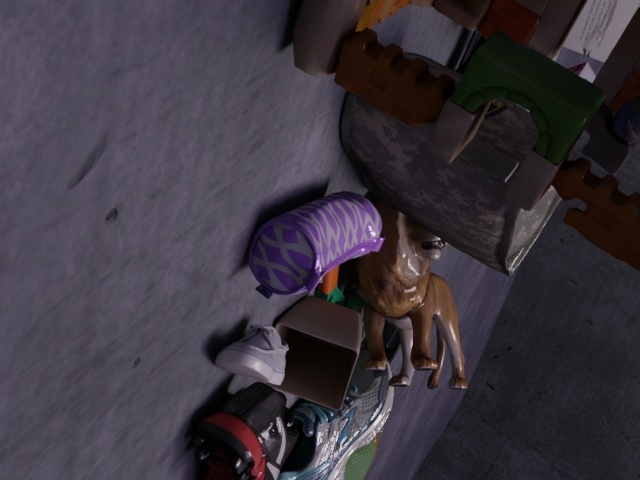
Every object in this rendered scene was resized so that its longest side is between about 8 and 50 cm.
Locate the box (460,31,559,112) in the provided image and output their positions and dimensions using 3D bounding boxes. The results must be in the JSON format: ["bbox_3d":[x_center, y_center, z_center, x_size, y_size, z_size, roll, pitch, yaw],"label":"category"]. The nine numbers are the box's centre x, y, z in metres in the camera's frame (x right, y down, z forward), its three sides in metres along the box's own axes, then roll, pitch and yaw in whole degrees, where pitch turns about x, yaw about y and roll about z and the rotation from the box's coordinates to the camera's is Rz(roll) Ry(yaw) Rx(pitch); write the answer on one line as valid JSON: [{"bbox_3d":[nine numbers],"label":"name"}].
[{"bbox_3d":[0.297,-0.265,1.602,0.169,0.087,0.290,-66,163,11],"label":"box"}]

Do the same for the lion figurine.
[{"bbox_3d":[0.139,0.088,1.495,0.392,0.142,0.240,56,32,-70],"label":"lion figurine"}]

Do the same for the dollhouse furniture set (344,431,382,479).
[{"bbox_3d":[0.056,0.485,1.732,0.197,0.151,0.301,-46,163,-52],"label":"dollhouse furniture set"}]

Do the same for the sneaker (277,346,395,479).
[{"bbox_3d":[0.015,0.281,1.544,0.122,0.110,0.283,45,66,-39],"label":"sneaker"}]

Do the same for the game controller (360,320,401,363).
[{"bbox_3d":[0.069,0.212,1.729,0.319,0.067,0.166,-57,149,-20],"label":"game controller"}]

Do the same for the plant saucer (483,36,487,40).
[{"bbox_3d":[0.275,-0.435,1.232,0.333,0.081,0.333,-61,172,-8],"label":"plant saucer"}]

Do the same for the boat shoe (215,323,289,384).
[{"bbox_3d":[-0.069,0.126,1.140,0.184,0.066,0.063,43,61,-71],"label":"boat shoe"}]

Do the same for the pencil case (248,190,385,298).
[{"bbox_3d":[0.000,0.000,1.101,0.206,0.088,0.086,-32,148,-62],"label":"pencil case"}]

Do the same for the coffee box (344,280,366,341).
[{"bbox_3d":[0.077,0.098,1.576,0.184,0.040,0.113,-33,145,-61],"label":"coffee box"}]

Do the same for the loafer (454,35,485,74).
[{"bbox_3d":[0.254,-0.252,1.428,0.078,0.076,0.223,25,111,-41],"label":"loafer"}]

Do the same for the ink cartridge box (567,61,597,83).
[{"bbox_3d":[0.363,-0.180,1.813,0.176,0.069,0.371,-16,-150,48],"label":"ink cartridge box"}]

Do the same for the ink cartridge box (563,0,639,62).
[{"bbox_3d":[0.563,-0.431,1.897,0.100,0.237,0.172,-51,160,-43],"label":"ink cartridge box"}]

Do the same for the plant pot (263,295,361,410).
[{"bbox_3d":[-0.002,0.135,1.297,0.096,0.109,0.109,-64,171,-54],"label":"plant pot"}]

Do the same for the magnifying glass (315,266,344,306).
[{"bbox_3d":[0.007,0.076,1.364,0.092,0.026,0.231,-52,162,-33],"label":"magnifying glass"}]

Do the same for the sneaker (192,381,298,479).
[{"bbox_3d":[-0.086,0.270,1.239,0.135,0.097,0.276,-49,158,-34],"label":"sneaker"}]

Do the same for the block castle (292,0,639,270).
[{"bbox_3d":[0.231,-0.186,0.878,0.303,0.453,0.213,-43,163,-47],"label":"block castle"}]

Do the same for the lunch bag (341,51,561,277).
[{"bbox_3d":[0.163,-0.098,1.185,0.169,0.235,0.287,-56,164,-3],"label":"lunch bag"}]
